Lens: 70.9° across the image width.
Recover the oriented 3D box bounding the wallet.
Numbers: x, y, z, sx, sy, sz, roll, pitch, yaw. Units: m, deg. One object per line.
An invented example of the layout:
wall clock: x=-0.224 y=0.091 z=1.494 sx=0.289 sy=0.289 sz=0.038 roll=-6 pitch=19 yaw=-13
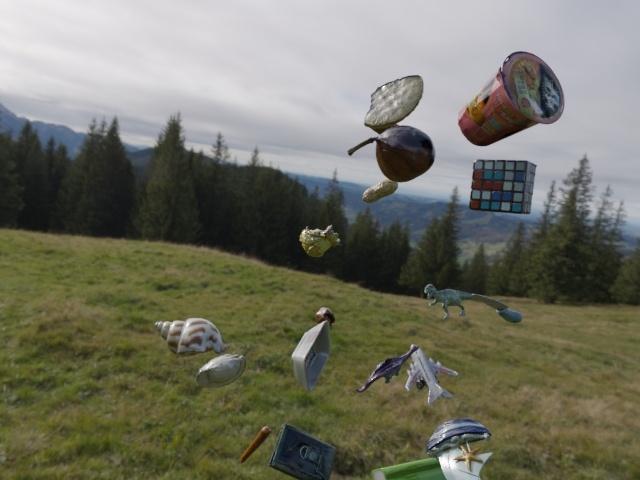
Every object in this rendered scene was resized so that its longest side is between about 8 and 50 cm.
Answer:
wallet: x=-0.061 y=0.802 z=1.671 sx=0.236 sy=0.160 sz=0.055 roll=32 pitch=-40 yaw=-13

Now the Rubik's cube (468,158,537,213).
Rubik's cube: x=0.650 y=-0.189 z=1.604 sx=0.187 sy=0.182 sz=0.184 roll=9 pitch=7 yaw=35

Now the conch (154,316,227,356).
conch: x=-0.501 y=0.371 z=1.736 sx=0.275 sy=0.148 sz=0.183 roll=-1 pitch=-18 yaw=-7

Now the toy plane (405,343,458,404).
toy plane: x=0.293 y=0.366 z=1.245 sx=0.162 sy=0.065 sz=0.171 roll=-9 pitch=43 yaw=-20

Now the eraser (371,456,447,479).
eraser: x=0.314 y=0.834 z=1.467 sx=0.274 sy=0.210 sz=0.092 roll=6 pitch=-35 yaw=-33

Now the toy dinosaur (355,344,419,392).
toy dinosaur: x=0.160 y=0.308 z=1.074 sx=0.197 sy=0.080 sz=0.045 roll=-27 pitch=56 yaw=-23

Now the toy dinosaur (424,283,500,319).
toy dinosaur: x=0.560 y=0.268 z=1.820 sx=0.383 sy=0.129 sz=0.076 roll=14 pitch=-4 yaw=-28

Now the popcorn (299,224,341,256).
popcorn: x=-0.004 y=-0.003 z=2.371 sx=0.195 sy=0.173 sz=0.168 roll=-27 pitch=25 yaw=-6

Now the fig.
fig: x=0.251 y=-0.310 z=1.493 sx=0.250 sy=0.186 sz=0.204 roll=31 pitch=-12 yaw=-20

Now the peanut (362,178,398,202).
peanut: x=0.265 y=-0.221 z=2.008 sx=0.175 sy=0.080 sz=0.080 roll=-28 pitch=-7 yaw=18

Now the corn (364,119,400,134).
corn: x=0.295 y=-0.475 z=1.926 sx=0.231 sy=0.080 sz=0.080 roll=26 pitch=0 yaw=-17

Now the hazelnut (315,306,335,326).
hazelnut: x=0.021 y=0.314 z=1.834 sx=0.086 sy=0.086 sz=0.086 roll=8 pitch=5 yaw=-1

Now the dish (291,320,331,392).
dish: x=-0.027 y=0.359 z=1.462 sx=0.064 sy=0.154 sz=0.234 roll=6 pitch=30 yaw=22

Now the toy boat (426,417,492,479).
toy boat: x=0.452 y=0.706 z=1.403 sx=0.221 sy=0.067 sz=0.291 roll=-21 pitch=34 yaw=11

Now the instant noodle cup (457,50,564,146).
instant noodle cup: x=0.573 y=-0.417 z=1.408 sx=0.244 sy=0.243 sz=0.255 roll=6 pitch=-16 yaw=-21

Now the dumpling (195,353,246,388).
dumpling: x=-0.475 y=0.632 z=2.148 sx=0.247 sy=0.172 sz=0.142 roll=-9 pitch=25 yaw=-29

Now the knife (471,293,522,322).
knife: x=0.544 y=0.203 z=1.367 sx=0.244 sy=0.032 sz=0.058 roll=30 pitch=-25 yaw=-36

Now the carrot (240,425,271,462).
carrot: x=-0.254 y=0.783 z=1.717 sx=0.037 sy=0.190 sz=0.037 roll=38 pitch=9 yaw=-7

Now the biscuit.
biscuit: x=0.259 y=-0.507 z=1.628 sx=0.188 sy=0.265 sz=0.040 roll=46 pitch=1 yaw=30
